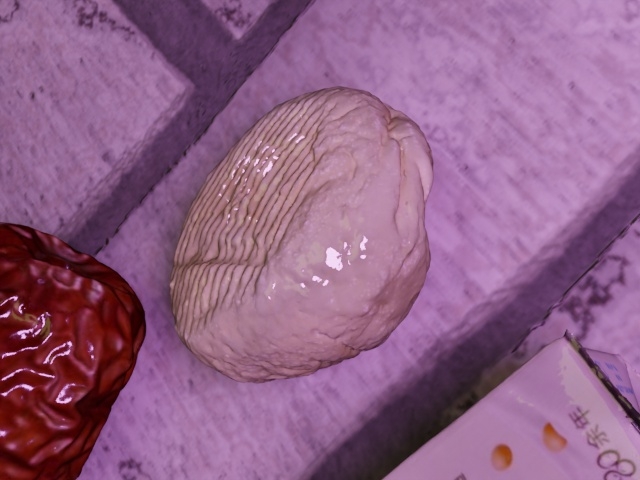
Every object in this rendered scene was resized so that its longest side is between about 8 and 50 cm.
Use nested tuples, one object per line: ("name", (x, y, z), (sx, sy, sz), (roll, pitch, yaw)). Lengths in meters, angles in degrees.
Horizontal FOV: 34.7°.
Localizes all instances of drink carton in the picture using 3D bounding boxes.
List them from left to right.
("drink carton", (0.097, 0.226, 0.590), (0.324, 0.132, 0.194), (-43, 60, 18))

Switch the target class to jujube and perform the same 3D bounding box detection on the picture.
("jujube", (-0.261, 0.108, 0.810), (0.213, 0.213, 0.232), (35, 98, 33))

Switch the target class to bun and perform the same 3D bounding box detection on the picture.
("bun", (0.000, 0.000, 0.708), (0.220, 0.134, 0.220), (-36, 34, 30))
